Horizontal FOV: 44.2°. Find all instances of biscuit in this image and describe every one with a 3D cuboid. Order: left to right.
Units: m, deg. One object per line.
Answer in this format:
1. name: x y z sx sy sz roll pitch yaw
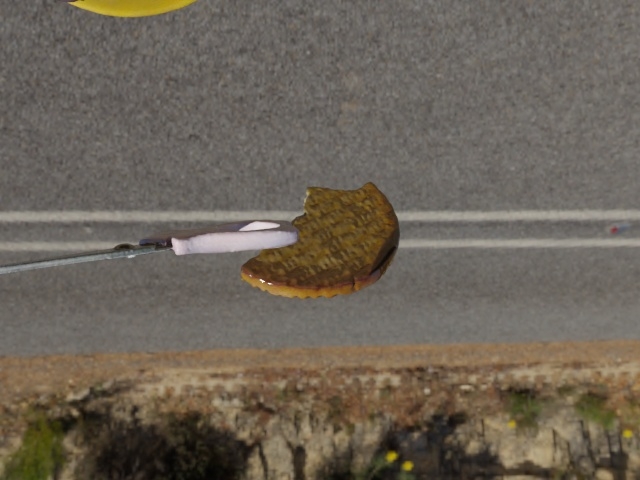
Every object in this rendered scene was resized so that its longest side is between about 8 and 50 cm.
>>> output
1. biscuit: 0.000 0.001 0.953 0.228 0.176 0.031 -14 136 -23

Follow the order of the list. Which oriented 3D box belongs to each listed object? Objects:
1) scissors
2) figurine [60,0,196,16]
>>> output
1. scissors: -0.094 0.005 0.421 0.100 0.015 0.189 -2 -174 36
2. figurine: -0.098 -0.213 0.457 0.192 0.257 0.167 -46 138 3
